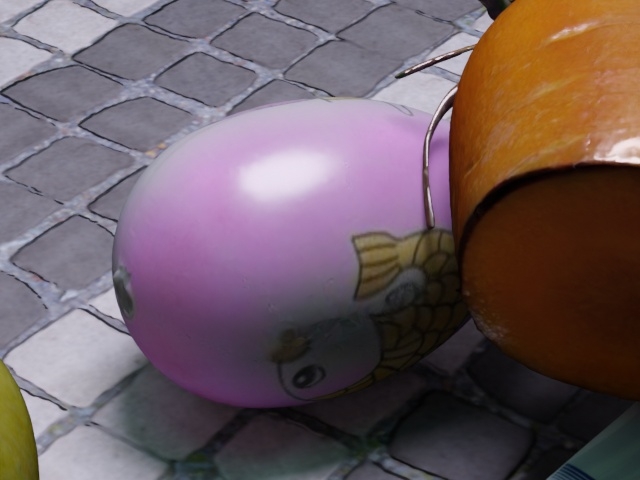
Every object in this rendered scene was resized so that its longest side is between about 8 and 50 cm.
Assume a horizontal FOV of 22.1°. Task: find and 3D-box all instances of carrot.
[{"bbox_3d":[0.164,-0.047,0.928,0.214,0.193,0.331,-34,28,30],"label":"carrot"}]

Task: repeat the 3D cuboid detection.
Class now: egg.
[{"bbox_3d":[0.000,0.000,1.038,0.271,0.196,0.196,-29,44,-23],"label":"egg"}]

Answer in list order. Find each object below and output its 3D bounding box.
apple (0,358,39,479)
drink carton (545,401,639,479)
[{"bbox_3d":[-0.275,0.125,0.856,0.261,0.194,0.261,10,41,-8],"label":"apple"},{"bbox_3d":[0.179,0.176,0.871,0.130,0.106,0.315,28,45,35],"label":"drink carton"}]
